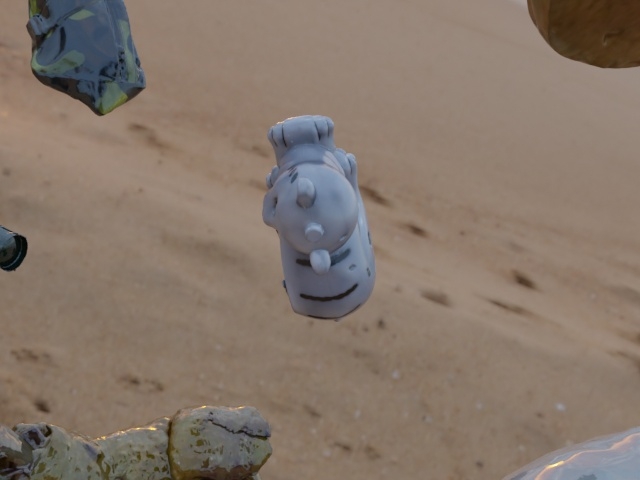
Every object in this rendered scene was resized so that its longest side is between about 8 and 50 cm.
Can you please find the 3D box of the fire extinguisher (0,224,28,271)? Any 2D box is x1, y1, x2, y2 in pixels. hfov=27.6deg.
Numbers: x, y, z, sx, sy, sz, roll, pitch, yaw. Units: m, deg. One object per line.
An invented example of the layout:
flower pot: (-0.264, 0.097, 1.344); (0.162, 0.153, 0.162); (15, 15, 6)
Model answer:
fire extinguisher: (-0.224, -0.004, 0.827); (0.083, 0.038, 0.025); (23, 40, 26)

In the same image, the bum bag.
bum bag: (-0.220, -0.218, 1.157); (0.107, 0.060, 0.232); (-3, 72, -35)

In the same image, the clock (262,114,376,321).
clock: (-0.001, 0.000, 1.056); (0.080, 0.176, 0.117); (-9, 35, 5)

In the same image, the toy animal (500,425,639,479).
toy animal: (0.075, 0.208, 0.513); (0.194, 0.357, 0.258); (44, 43, -3)

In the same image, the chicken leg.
chicken leg: (-0.200, 0.235, 1.337); (0.409, 0.295, 0.182); (42, 27, -42)

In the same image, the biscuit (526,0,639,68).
biscuit: (0.129, -0.113, 0.429); (0.118, 0.140, 0.023); (-1, 51, -30)
